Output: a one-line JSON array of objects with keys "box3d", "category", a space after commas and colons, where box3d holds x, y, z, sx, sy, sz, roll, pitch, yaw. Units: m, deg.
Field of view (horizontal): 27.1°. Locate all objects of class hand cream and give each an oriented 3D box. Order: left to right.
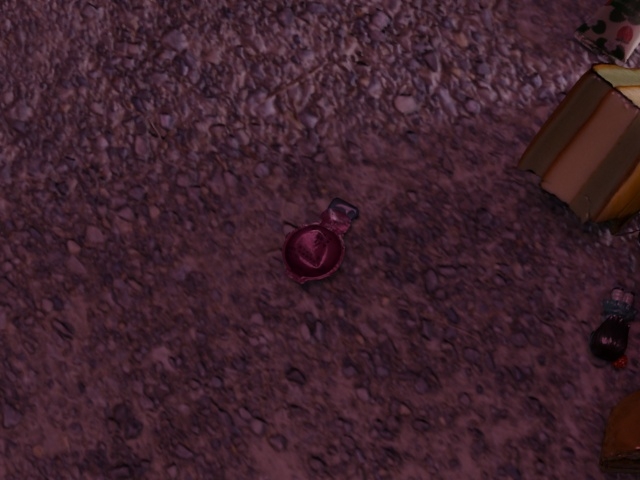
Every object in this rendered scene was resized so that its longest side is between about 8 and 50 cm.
[{"box3d": [0.497, -0.376, 1.964, 0.095, 0.059, 0.276, 41, 86, 24], "category": "hand cream"}]

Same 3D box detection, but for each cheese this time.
[{"box3d": [0.000, 0.000, 1.924, 0.095, 0.038, 0.145, 30, 71, 19], "category": "cheese"}]

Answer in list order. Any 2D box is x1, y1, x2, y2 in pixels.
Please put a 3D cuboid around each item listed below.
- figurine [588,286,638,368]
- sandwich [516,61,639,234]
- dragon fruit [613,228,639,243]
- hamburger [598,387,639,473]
[{"box3d": [0.400, 0.117, 1.795, 0.060, 0.047, 0.106, 30, 66, -16], "category": "figurine"}, {"box3d": [0.412, -0.124, 1.853, 0.155, 0.227, 0.198, 46, 119, 24], "category": "sandwich"}, {"box3d": [0.510, 0.032, 1.737, 0.293, 0.234, 0.233, 13, 69, 49], "category": "dragon fruit"}, {"box3d": [0.486, 0.235, 1.686, 0.262, 0.124, 0.130, -1, 68, 10], "category": "hamburger"}]
